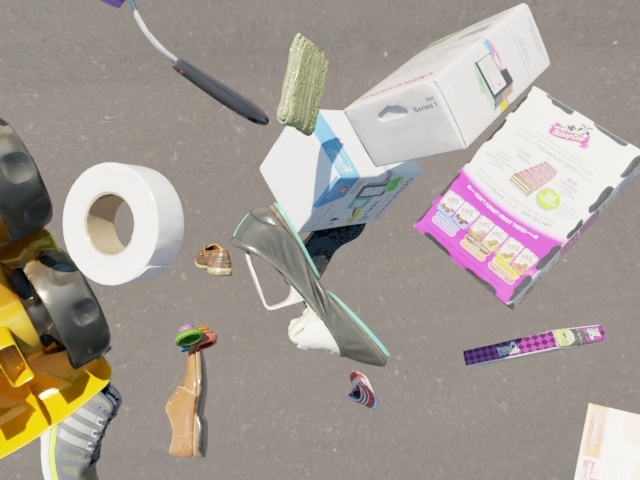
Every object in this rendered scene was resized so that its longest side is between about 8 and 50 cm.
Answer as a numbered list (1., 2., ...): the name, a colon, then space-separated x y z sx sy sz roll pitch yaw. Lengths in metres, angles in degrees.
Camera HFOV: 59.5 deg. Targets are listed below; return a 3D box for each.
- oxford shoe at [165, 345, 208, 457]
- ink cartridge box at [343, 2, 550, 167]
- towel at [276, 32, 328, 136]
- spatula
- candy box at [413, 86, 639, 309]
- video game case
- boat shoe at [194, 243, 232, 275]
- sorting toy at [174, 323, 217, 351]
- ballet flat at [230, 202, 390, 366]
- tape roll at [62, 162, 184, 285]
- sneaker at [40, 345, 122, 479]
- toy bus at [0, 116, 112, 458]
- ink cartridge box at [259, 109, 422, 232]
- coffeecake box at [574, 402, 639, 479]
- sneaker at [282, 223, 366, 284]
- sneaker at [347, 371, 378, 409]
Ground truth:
1. oxford shoe: -0.245 0.284 1.022 0.076 0.076 0.212 -2 63 0
2. ink cartridge box: 0.206 -0.248 0.911 0.278 0.201 0.117 -43 112 -30
3. towel: -0.028 -0.253 0.920 0.027 0.110 0.148 11 91 26
4. spatula: -0.177 -0.222 0.626 0.296 0.084 0.030 38 75 -21
5. candy box: 0.257 -0.052 0.706 0.159 0.071 0.233 44 99 26
6. video game case: 0.474 0.235 1.247 0.210 0.232 0.041 3 69 -38
7. boat shoe: -0.230 0.036 1.215 0.064 0.178 0.060 3 95 -25
8. sorting toy: -0.230 0.168 1.006 0.061 0.102 0.042 -30 62 8
9. ballet flat: -0.022 0.080 0.761 0.096 0.095 0.280 -38 95 -9
10. tape roll: -0.463 -0.037 1.315 0.286 0.100 0.286 1 92 22
11. sneaker: -0.393 0.310 0.934 0.121 0.111 0.299 -9 94 -6
12. toy bus: -0.249 0.002 0.343 0.149 0.211 0.220 -27 131 -27
13. ink cartridge box: 0.047 -0.163 1.284 0.198 0.270 0.197 -51 60 42
14. coffeecake box: 0.456 0.322 0.766 0.186 0.142 0.068 7 140 32
15. sneaker: 0.000 0.000 1.428 0.107 0.124 0.283 48 66 -10
16. sneaker: 0.086 0.343 1.317 0.067 0.118 0.042 31 100 -34
